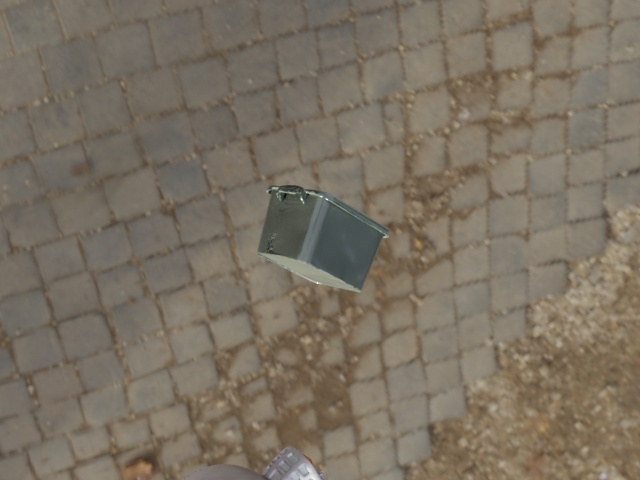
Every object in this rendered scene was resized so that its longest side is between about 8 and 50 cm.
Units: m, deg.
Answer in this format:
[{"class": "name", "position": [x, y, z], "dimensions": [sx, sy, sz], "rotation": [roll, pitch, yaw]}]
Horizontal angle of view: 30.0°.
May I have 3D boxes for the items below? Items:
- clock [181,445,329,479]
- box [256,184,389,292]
[{"class": "clock", "position": [-0.021, 0.156, 0.543], "dimensions": [0.087, 0.041, 0.129], "rotation": [-29, 111, -22]}, {"class": "box", "position": [0.000, 0.000, 1.131], "dimensions": [0.122, 0.084, 0.069], "rotation": [29, 74, -47]}]
